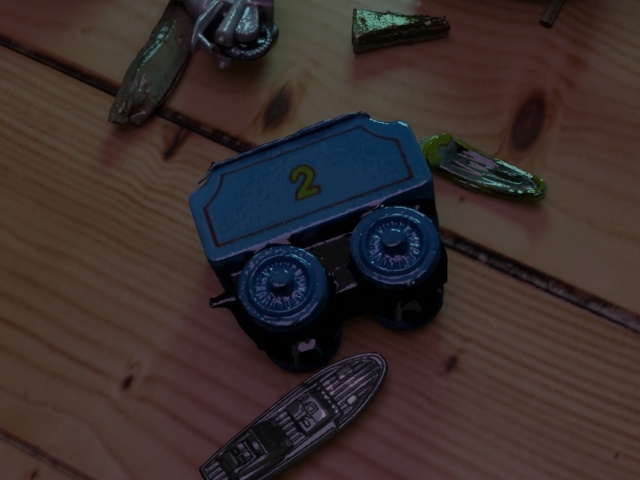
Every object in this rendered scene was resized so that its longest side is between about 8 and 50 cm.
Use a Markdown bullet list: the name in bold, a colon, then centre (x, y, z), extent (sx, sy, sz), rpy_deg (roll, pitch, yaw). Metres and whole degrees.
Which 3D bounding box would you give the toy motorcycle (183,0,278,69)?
- **toy motorcycle**: centre (-0.140, -0.349, 1.645), extent (0.171, 0.110, 0.260), rpy_deg (2, 57, 0)

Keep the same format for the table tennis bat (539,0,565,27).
- **table tennis bat**: centre (0.346, -0.364, 1.670), extent (0.087, 0.013, 0.156), rpy_deg (25, 71, 13)

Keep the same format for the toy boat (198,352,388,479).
- **toy boat**: centre (-0.026, 0.218, 1.420), extent (0.261, 0.085, 0.078), rpy_deg (-35, 69, -10)

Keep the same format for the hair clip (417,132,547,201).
- **hair clip**: centre (0.209, -0.095, 1.559), extent (0.188, 0.033, 0.060), rpy_deg (24, 69, 16)

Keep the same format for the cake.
- **cake**: centre (0.108, -0.298, 1.640), extent (0.140, 0.051, 0.055), rpy_deg (-9, 66, -2)

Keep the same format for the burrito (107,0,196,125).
- **burrito**: centre (-0.226, -0.247, 1.645), extent (0.058, 0.063, 0.229), rpy_deg (-6, 51, 45)

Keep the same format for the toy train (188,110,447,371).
- **toy train**: centre (0.000, 0.000, 1.462), extent (0.300, 0.188, 0.265), rpy_deg (-20, 63, -1)
